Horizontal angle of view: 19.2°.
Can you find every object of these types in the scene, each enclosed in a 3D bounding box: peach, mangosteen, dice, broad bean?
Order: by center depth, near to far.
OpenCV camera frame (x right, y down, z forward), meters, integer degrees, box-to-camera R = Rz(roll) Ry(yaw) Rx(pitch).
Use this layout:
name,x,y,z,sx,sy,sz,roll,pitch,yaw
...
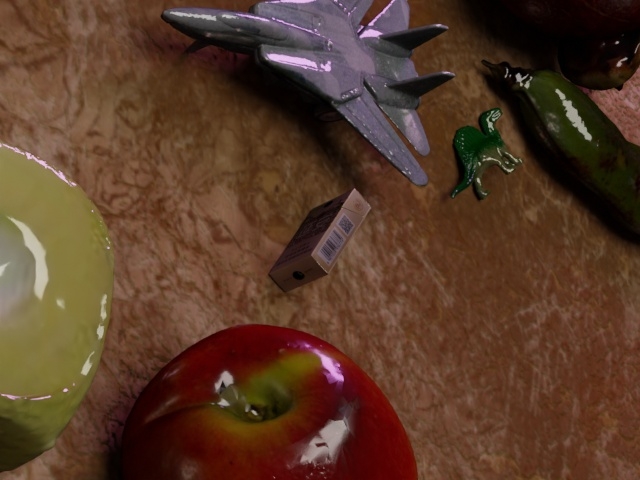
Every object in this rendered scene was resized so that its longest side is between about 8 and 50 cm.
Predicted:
name,x,y,z,sx,sy,sz,roll,pitch,yaw
dice,-0.237,0.040,1.147,0.166,0.169,0.169,27,57,-32
peach,-0.036,0.168,1.315,0.196,0.226,0.190,-25,54,-13
mangosteen,0.251,-0.250,1.713,0.215,0.215,0.258,-39,125,-45
broad bean,0.274,-0.063,1.744,0.339,0.061,0.077,39,39,-25

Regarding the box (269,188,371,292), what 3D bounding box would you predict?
name,x,y,z,sx,sy,sz,roll,pitch,yaw
box,0.000,0.000,1.468,0.024,0.053,0.083,47,47,-18

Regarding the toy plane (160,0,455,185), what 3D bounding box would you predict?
name,x,y,z,sx,sy,sz,roll,pitch,yaw
toy plane,-0.022,-0.148,1.494,0.267,0.088,0.212,4,69,-33

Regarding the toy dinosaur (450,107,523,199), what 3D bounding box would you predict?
name,x,y,z,sx,sy,sz,roll,pitch,yaw
toy dinosaur,0.136,-0.071,1.651,0.060,0.029,0.119,47,51,2
